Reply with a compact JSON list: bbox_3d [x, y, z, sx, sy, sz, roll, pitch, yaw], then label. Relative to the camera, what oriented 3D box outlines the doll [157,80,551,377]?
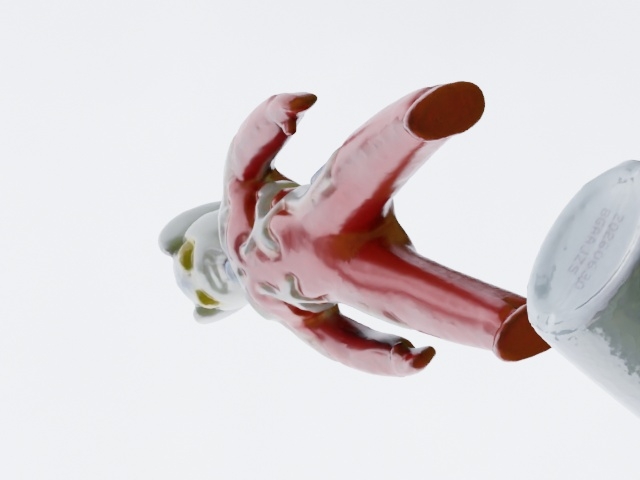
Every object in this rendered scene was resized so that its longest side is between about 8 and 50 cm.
[{"bbox_3d":[0.000,0.000,0.953,0.099,0.384,0.188,-26,-83,-25],"label":"doll"}]

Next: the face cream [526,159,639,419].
[{"bbox_3d":[0.162,0.048,0.539,0.198,0.057,0.084,33,-92,-26],"label":"face cream"}]
